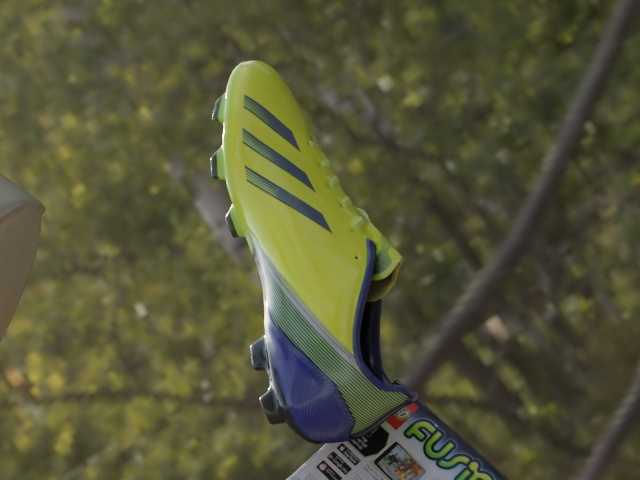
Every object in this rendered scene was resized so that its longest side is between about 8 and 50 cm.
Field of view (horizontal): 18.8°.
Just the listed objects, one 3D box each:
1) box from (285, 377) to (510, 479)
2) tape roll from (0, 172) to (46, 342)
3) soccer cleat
[{"bbox_3d":[0.085,0.202,1.339,0.114,0.207,0.036,-41,-29,-12],"label":"box"},{"bbox_3d":[-0.280,0.125,1.045,0.392,0.072,0.392,-58,-2,-4],"label":"tape roll"},{"bbox_3d":[0.001,0.001,1.373,0.121,0.289,0.093,-19,-18,21],"label":"soccer cleat"}]
